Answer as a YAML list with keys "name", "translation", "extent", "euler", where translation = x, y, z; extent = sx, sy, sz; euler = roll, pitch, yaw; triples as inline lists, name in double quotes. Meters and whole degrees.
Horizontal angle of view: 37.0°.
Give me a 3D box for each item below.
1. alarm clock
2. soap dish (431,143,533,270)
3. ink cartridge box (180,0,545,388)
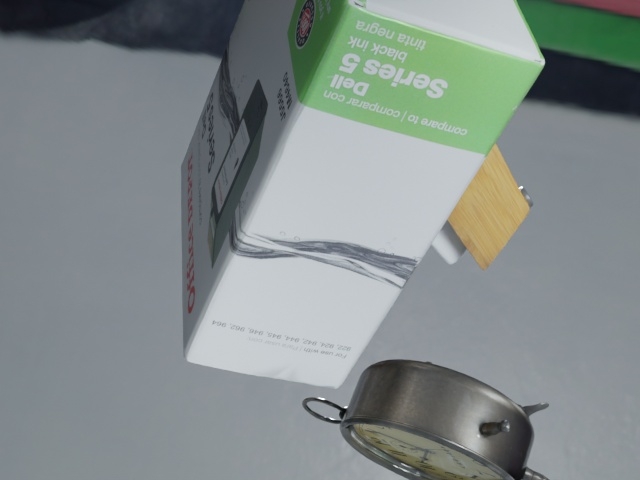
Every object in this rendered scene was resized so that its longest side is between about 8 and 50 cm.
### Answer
- name: "alarm clock"
  translation: [0.067, 0.130, 0.682]
  extent: [0.192, 0.064, 0.129]
  euler: [1, -32, 35]
- name: "soap dish"
  translation: [0.103, -0.124, 0.990]
  extent: [0.118, 0.228, 0.291]
  euler: [-30, -34, 9]
- name: "ink cartridge box"
  translation: [0.002, -0.070, 0.601]
  extent: [0.115, 0.198, 0.272]
  euler: [13, -50, -19]
